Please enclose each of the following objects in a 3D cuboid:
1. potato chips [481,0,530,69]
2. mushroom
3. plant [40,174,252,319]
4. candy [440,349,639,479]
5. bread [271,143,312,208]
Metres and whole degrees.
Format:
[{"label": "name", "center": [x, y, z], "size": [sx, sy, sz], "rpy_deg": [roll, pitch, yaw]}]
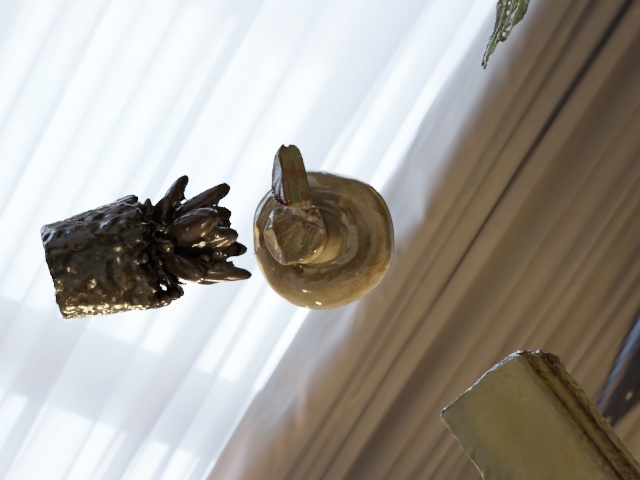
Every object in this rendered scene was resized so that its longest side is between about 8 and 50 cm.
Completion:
[{"label": "potato chips", "center": [0.327, -0.399, 1.866], "size": [0.028, 0.207, 0.092], "rpy_deg": [24, 168, -25]}, {"label": "mushroom", "center": [0.000, 0.000, 2.138], "size": [0.298, 0.297, 0.290], "rpy_deg": [32, -173, 5]}, {"label": "plant", "center": [-0.269, 0.023, 1.697], "size": [0.321, 0.194, 0.181], "rpy_deg": [-14, -155, -12]}, {"label": "candy", "center": [0.346, 0.327, 1.593], "size": [0.135, 0.179, 0.320], "rpy_deg": [3, -136, -49]}, {"label": "bread", "center": [-0.046, -0.081, 1.544], "size": [0.043, 0.062, 0.109], "rpy_deg": [2, -120, -25]}]
